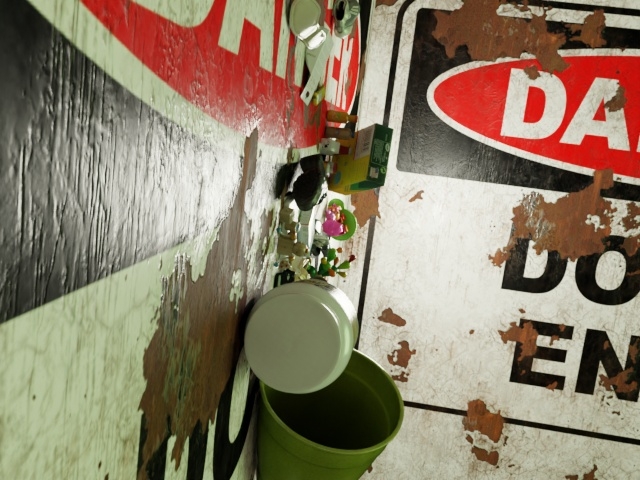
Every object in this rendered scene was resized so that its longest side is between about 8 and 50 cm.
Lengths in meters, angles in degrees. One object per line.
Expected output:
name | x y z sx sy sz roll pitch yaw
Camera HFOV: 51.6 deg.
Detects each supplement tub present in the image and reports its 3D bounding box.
supplement tub | -0.038 0.201 1.431 0.316 0.228 0.229 11 87 -84

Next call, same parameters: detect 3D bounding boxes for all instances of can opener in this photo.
can opener | 0.000 0.000 2.222 0.280 0.074 0.093 75 23 -75

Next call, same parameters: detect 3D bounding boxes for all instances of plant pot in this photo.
plant pot | -0.014 0.510 1.702 0.366 0.366 0.353 -72 179 -59

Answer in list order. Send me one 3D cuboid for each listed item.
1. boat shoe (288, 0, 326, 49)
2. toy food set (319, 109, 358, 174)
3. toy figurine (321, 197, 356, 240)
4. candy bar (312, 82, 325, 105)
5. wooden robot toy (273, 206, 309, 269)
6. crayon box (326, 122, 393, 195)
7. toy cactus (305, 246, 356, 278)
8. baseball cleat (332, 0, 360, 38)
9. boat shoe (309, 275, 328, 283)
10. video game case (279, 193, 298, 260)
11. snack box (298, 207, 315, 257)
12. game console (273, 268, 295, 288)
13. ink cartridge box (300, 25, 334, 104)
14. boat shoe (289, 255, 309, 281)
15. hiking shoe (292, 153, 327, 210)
boat shoe | -0.040 -0.480 1.418 0.065 0.075 0.206 56 4 12
toy food set | 0.059 -0.312 2.211 0.111 0.104 0.232 83 17 -68
toy figurine | 0.055 -0.079 2.554 0.159 0.130 0.173 -13 89 -73
candy bar | -0.003 -0.423 1.916 0.161 0.018 0.040 -67 160 -66
wooden robot toy | -0.059 0.005 1.599 0.076 0.079 0.173 -37 137 -58
crayon box | 0.125 -0.273 2.305 0.318 0.081 0.202 -7 -109 62
toy cactus | 0.011 0.107 2.181 0.219 0.112 0.180 -13 148 -50
baseball cleat | 0.081 -0.723 2.060 0.109 0.072 0.206 79 15 -52
boat shoe | -0.051 0.260 2.013 0.104 0.110 0.308 91 18 -71
video game case | -0.080 -0.037 1.710 0.143 0.019 0.157 -63 159 -73
snack box | -0.041 -0.033 1.971 0.141 0.037 0.100 92 10 -46
game console | -0.108 0.134 1.704 0.107 0.071 0.122 -4 103 -53
ink cartridge box | -0.022 -0.447 1.700 0.179 0.045 0.145 -64 176 5
boat shoe | -0.059 0.097 1.805 0.170 0.059 0.063 -85 -179 -54
hiking shoe | -0.013 -0.132 1.733 0.227 0.086 0.114 -79 153 -51
